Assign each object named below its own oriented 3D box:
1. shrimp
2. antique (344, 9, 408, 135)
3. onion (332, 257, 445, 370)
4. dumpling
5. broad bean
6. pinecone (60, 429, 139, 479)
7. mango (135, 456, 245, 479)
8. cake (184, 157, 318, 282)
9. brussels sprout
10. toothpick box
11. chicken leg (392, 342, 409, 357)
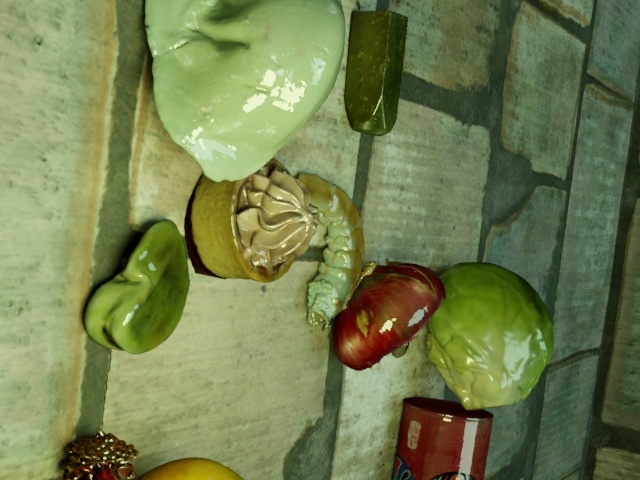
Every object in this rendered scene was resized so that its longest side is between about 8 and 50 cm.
[{"bbox_3d":[0.018,-0.001,1.767,0.185,0.068,0.287,-41,131,-46],"label":"shrimp"},{"bbox_3d":[0.099,-0.302,1.808,0.080,0.081,0.221,-4,101,-58],"label":"antique"},{"bbox_3d":[0.119,0.134,1.856,0.248,0.161,0.248,-48,166,-16],"label":"onion"},{"bbox_3d":[-0.103,-0.253,1.391,0.212,0.270,0.320,96,-3,-52],"label":"dumpling"},{"bbox_3d":[-0.233,0.068,1.360,0.206,0.072,0.153,-54,146,-39],"label":"broad bean"},{"bbox_3d":[-0.293,0.302,1.307,0.102,0.102,0.109,-28,152,-54],"label":"pinecone"},{"bbox_3d":[-0.220,0.509,1.342,0.300,0.232,0.445,-23,136,-81],"label":"mango"},{"bbox_3d":[-0.081,-0.023,1.494,0.185,0.178,0.207,-35,130,-52],"label":"cake"},{"bbox_3d":[0.358,0.212,2.204,0.344,0.268,0.344,10,66,-23],"label":"brussels sprout"},{"bbox_3d":[0.255,0.528,2.178,0.204,0.204,0.333,10,90,-60],"label":"toothpick box"},{"bbox_3d":[0.186,0.153,2.107,0.085,0.069,0.198,30,77,-83],"label":"chicken leg"}]
